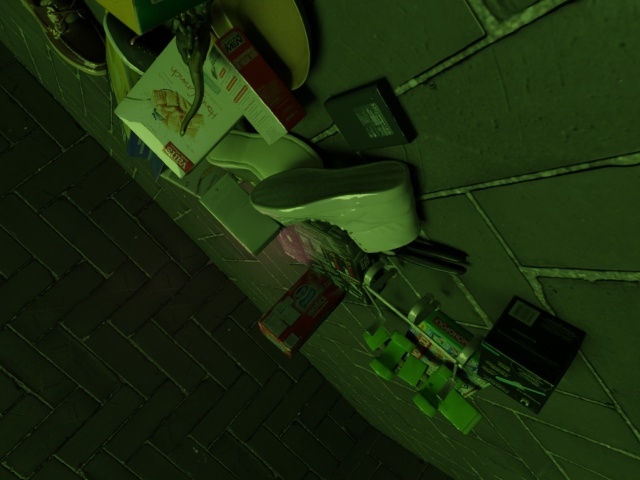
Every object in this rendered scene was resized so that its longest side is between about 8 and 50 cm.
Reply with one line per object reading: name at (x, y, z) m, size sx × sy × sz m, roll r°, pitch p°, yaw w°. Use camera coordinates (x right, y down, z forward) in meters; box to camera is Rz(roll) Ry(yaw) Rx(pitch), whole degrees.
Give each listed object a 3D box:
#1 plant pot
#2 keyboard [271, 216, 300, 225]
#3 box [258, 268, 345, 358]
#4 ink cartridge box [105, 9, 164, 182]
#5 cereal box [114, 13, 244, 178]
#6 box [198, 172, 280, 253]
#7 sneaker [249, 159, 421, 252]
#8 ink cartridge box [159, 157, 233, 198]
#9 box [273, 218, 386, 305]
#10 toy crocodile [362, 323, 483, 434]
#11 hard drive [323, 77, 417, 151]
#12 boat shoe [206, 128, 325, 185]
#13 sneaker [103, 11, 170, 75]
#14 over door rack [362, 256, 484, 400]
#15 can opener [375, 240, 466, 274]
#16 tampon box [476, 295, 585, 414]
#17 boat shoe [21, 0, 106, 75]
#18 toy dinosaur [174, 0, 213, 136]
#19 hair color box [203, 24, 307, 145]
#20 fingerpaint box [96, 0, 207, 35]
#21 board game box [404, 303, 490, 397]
plant pot at (-0.095, -0.330, 0.643) m, size 0.236 × 0.032 × 0.236 m, roll 37°, pitch 159°, yaw 17°
keyboard at (-0.012, -0.071, 0.878) m, size 0.072 × 0.014 × 0.255 m, roll 25°, pitch 153°, yaw -38°
box at (-0.050, 0.205, 1.317) m, size 0.128 × 0.257 × 0.123 m, roll 38°, pitch 158°, yaw 14°
ink cartridge box at (-0.443, -0.322, 1.054) m, size 0.303 × 0.072 × 0.308 m, roll -23°, pitch 81°, yaw 61°
cereal box at (-0.236, -0.254, 0.810) m, size 0.173 × 0.240 × 0.047 m, roll 46°, pitch -160°, yaw -11°
box at (-0.184, -0.054, 1.037) m, size 0.170 × 0.091 × 0.130 m, roll 45°, pitch 172°, yaw 1°
sneaker at (0.027, -0.041, 0.776) m, size 0.292 × 0.108 × 0.169 m, roll 1°, pitch 142°, yaw 27°
ink cartridge box at (-0.318, -0.175, 1.205) m, size 0.067 × 0.116 × 0.198 m, roll 21°, pitch 171°, yaw 45°
box at (0.000, 0.000, 1.069) m, size 0.307 × 0.076 × 0.243 m, roll 29°, pitch 156°, yaw 36°
toy crocodile at (0.236, 0.324, 1.084) m, size 0.340 × 0.115 × 0.105 m, roll 37°, pitch 178°, yaw 26°
hard drive at (0.068, -0.177, 0.649) m, size 0.094 × 0.022 × 0.135 m, roll 53°, pitch 159°, yaw -24°
boat shoe at (-0.103, -0.159, 0.913) m, size 0.304 × 0.109 × 0.091 m, roll 20°, pitch 176°, yaw 32°
sneaker at (-0.302, -0.370, 0.880) m, size 0.295 × 0.105 × 0.147 m, roll 44°, pitch 156°, yaw -10°
over door rack at (0.204, 0.180, 0.915) m, size 0.239 × 0.108 × 0.324 m, roll 41°, pitch 162°, yaw 26°
can opener at (0.176, 0.025, 0.806) m, size 0.186 × 0.073 × 0.059 m, roll 18°, pitch 142°, yaw 33°
tampon box at (0.347, 0.197, 0.750) m, size 0.120 × 0.101 × 0.161 m, roll 32°, pitch 158°, yaw 32°
boat shoe at (-0.662, -0.578, 1.129) m, size 0.342 × 0.123 × 0.123 m, roll 51°, pitch 162°, yaw -3°
toy dinosaur at (-0.184, -0.292, 0.643) m, size 0.118 × 0.063 × 0.269 m, roll 127°, pitch 141°, yaw -55°
hair color box at (-0.106, -0.244, 0.716) m, size 0.167 × 0.053 × 0.093 m, roll 48°, pitch 160°, yaw -16°
fingerpaint box at (-0.247, -0.486, 0.361) m, size 0.371 × 0.163 × 0.445 m, roll 39°, pitch 152°, yaw 12°
board game box at (0.308, 0.283, 1.093) m, size 0.213 × 0.046 × 0.317 m, roll 36°, pitch 159°, yaw 18°
